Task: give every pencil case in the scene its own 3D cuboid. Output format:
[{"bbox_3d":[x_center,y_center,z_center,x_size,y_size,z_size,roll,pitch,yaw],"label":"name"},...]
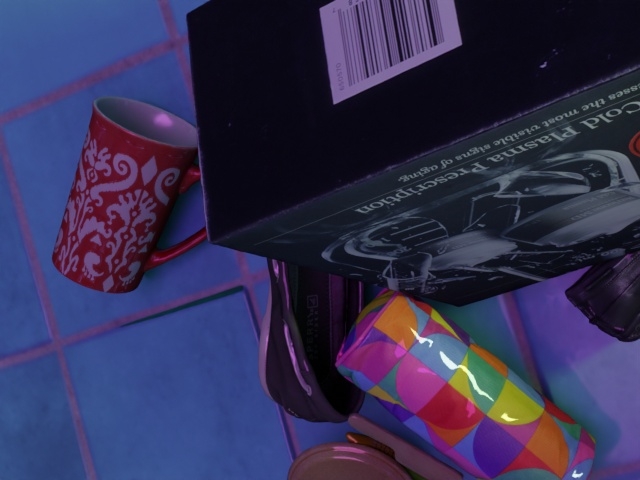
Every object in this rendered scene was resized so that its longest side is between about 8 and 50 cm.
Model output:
[{"bbox_3d":[0.120,0.141,0.925,0.236,0.104,0.104,41,111,-2],"label":"pencil case"}]

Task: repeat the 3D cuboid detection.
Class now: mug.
[{"bbox_3d":[-0.181,-0.033,1.080,0.150,0.113,0.169,32,110,22],"label":"mug"}]

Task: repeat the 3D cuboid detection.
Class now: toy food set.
[{"bbox_3d":[0.034,0.230,1.019,0.132,0.038,0.192,33,124,-7],"label":"toy food set"}]

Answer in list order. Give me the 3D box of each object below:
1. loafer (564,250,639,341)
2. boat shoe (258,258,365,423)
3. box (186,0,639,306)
[{"bbox_3d":[0.277,-0.021,0.880,0.078,0.076,0.223,34,111,10],"label":"loafer"},{"bbox_3d":[0.000,0.000,0.983,0.095,0.112,0.335,14,110,55],"label":"boat shoe"},{"bbox_3d":[0.141,-0.099,0.764,0.343,0.312,0.179,-21,68,35],"label":"box"}]
